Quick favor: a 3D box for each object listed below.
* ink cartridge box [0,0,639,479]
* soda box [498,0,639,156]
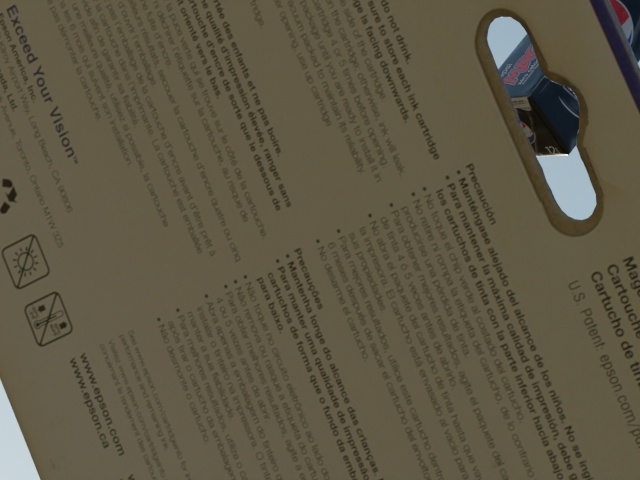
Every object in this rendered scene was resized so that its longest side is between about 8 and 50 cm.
[{"bbox_3d":[0.000,0.000,0.798,0.330,0.071,0.324,-25,-97,26],"label":"ink cartridge box"},{"bbox_3d":[0.177,-0.130,1.278,0.060,0.169,0.053,-2,-47,53],"label":"soda box"}]
